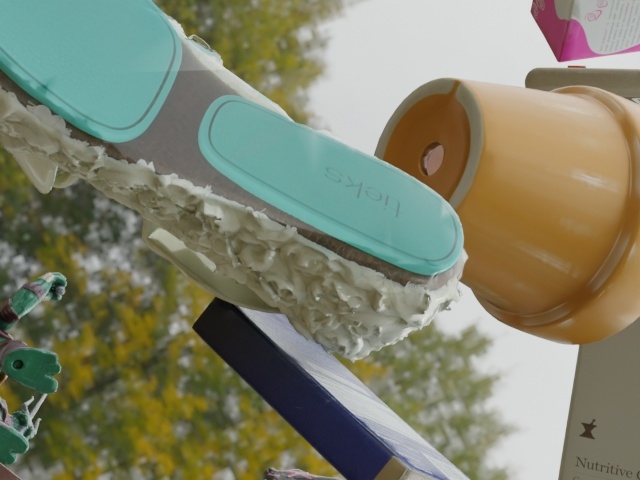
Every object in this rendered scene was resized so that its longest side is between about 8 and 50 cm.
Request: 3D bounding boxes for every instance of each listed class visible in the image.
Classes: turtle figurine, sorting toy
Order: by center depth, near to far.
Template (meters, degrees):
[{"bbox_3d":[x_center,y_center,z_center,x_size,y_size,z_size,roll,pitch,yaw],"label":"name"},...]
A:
[{"bbox_3d":[-0.308,0.120,1.410,0.234,0.118,0.175,-136,-126,-69],"label":"turtle figurine"},{"bbox_3d":[0.336,-0.165,1.671,0.196,0.348,0.047,43,52,-69],"label":"sorting toy"}]

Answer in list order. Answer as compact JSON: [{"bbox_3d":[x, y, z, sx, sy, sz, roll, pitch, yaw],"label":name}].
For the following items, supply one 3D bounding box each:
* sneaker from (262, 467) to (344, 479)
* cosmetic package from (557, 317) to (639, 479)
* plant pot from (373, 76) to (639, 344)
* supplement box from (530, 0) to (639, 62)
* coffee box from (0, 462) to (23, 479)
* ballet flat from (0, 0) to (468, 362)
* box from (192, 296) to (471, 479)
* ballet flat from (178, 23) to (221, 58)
[{"bbox_3d":[-0.014,0.284,1.686,0.057,0.119,0.047,-104,-157,-64],"label":"sneaker"},{"bbox_3d":[0.362,0.111,1.405,0.217,0.156,0.385,9,-72,18],"label":"cosmetic package"},{"bbox_3d":[0.149,-0.038,1.131,0.205,0.188,0.205,-26,-125,45],"label":"plant pot"},{"bbox_3d":[0.399,-0.318,1.888,0.111,0.220,0.114,96,-20,-48],"label":"supplement box"},{"bbox_3d":[-0.286,0.163,0.823,0.297,0.119,0.168,32,-52,23],"label":"coffee box"},{"bbox_3d":[-0.102,-0.050,0.886,0.409,0.147,0.147,34,-19,-7],"label":"ballet flat"},{"bbox_3d":[0.004,0.104,0.953,0.225,0.036,0.136,41,5,35],"label":"box"},{"bbox_3d":[-0.165,-0.230,1.694,0.114,0.041,0.041,31,-24,-1],"label":"ballet flat"}]
